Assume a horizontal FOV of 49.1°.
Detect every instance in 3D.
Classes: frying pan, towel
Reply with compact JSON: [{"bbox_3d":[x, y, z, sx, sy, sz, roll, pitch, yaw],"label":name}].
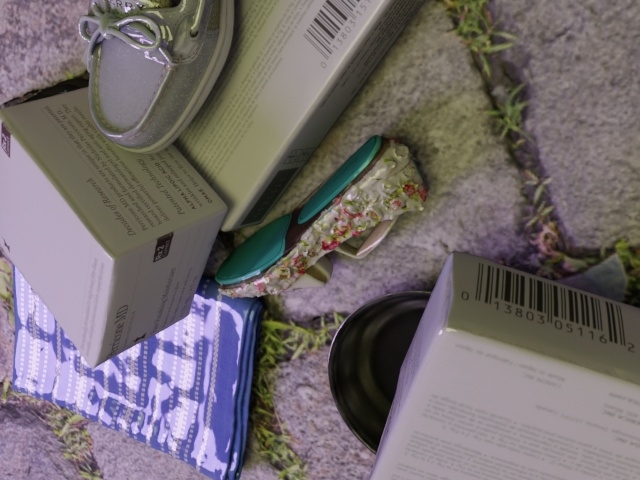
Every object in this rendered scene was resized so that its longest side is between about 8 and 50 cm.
[{"bbox_3d":[0.120,0.193,0.666,0.197,0.053,0.326,-10,106,26],"label":"frying pan"},{"bbox_3d":[-0.225,0.125,0.803,0.336,0.040,0.243,17,114,18],"label":"towel"}]

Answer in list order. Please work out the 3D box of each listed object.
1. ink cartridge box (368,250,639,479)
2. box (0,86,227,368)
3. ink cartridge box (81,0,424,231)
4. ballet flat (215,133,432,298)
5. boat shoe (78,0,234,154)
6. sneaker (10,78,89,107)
[{"bbox_3d":[0.199,0.212,0.604,0.308,0.091,0.385,17,132,3],"label":"ink cartridge box"},{"bbox_3d":[-0.202,-0.015,0.649,0.182,0.119,0.181,47,139,17],"label":"box"},{"bbox_3d":[-0.074,-0.185,0.612,0.239,0.060,0.275,49,121,17],"label":"ink cartridge box"},{"bbox_3d":[0.000,0.000,0.636,0.077,0.091,0.241,40,126,-20],"label":"ballet flat"},{"bbox_3d":[-0.121,-0.221,0.525,0.118,0.103,0.320,30,108,22],"label":"boat shoe"},{"bbox_3d":[-0.338,-0.090,0.737,0.267,0.106,0.101,-26,98,31],"label":"sneaker"}]
